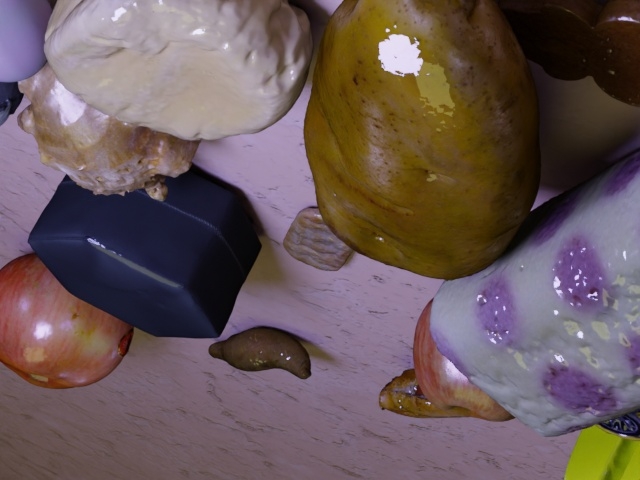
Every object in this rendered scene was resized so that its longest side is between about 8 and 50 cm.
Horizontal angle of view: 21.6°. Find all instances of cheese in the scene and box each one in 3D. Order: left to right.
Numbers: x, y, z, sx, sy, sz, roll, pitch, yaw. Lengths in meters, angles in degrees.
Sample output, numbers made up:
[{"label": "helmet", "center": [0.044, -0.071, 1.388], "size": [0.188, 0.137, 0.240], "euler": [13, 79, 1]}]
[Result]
[{"label": "cheese", "center": [-0.113, -0.166, 1.401], "size": [0.214, 0.117, 0.226], "euler": [30, 154, -29]}]

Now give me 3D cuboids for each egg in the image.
[{"label": "egg", "center": [-0.297, -0.202, 1.519], "size": [0.103, 0.103, 0.135], "euler": [11, 149, 32]}]

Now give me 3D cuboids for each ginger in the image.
[{"label": "ginger", "center": [-0.205, -0.111, 1.635], "size": [0.157, 0.102, 0.216], "euler": [-16, 136, 20]}]

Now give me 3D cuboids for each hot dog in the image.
[{"label": "hot dog", "center": [0.176, 0.170, 1.914], "size": [0.083, 0.068, 0.289], "euler": [12, 165, -37]}]

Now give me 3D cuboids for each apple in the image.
[{"label": "apple", "center": [-0.347, 0.110, 2.203], "size": [0.209, 0.164, 0.209], "euler": [21, 161, 8]}, {"label": "apple", "center": [0.167, 0.120, 1.723], "size": [0.146, 0.131, 0.146], "euler": [17, 160, 6]}]

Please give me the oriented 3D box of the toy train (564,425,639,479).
[{"label": "toy train", "center": [0.459, 0.295, 1.768], "size": [0.442, 0.179, 0.272], "euler": [36, 163, -26]}]

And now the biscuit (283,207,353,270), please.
[{"label": "biscuit", "center": [0.000, 0.000, 1.776], "size": [0.071, 0.018, 0.147], "euler": [25, 159, -3]}]

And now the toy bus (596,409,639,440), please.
[{"label": "toy bus", "center": [0.382, 0.116, 1.463], "size": [0.151, 0.145, 0.331], "euler": [35, 156, -19]}]

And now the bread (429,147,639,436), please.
[{"label": "bread", "center": [0.247, 0.044, 1.365], "size": [0.187, 0.155, 0.338], "euler": [39, 147, -12]}]

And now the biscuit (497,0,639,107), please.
[{"label": "biscuit", "center": [0.212, -0.143, 1.216], "size": [0.175, 0.026, 0.124], "euler": [19, 158, 14]}]

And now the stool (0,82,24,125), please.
[{"label": "stool", "center": [-0.418, -0.164, 1.674], "size": [0.153, 0.139, 0.228], "euler": [-28, 161, 32]}]

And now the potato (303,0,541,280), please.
[{"label": "potato", "center": [0.081, -0.093, 1.294], "size": [0.176, 0.195, 0.369], "euler": [-10, 158, -5]}]

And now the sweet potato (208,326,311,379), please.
[{"label": "sweet potato", "center": [-0.092, 0.140, 2.147], "size": [0.069, 0.059, 0.249], "euler": [24, 166, -32]}]

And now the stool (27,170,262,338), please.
[{"label": "stool", "center": [-0.188, 0.002, 1.818], "size": [0.232, 0.141, 0.232], "euler": [21, 159, 9]}]
